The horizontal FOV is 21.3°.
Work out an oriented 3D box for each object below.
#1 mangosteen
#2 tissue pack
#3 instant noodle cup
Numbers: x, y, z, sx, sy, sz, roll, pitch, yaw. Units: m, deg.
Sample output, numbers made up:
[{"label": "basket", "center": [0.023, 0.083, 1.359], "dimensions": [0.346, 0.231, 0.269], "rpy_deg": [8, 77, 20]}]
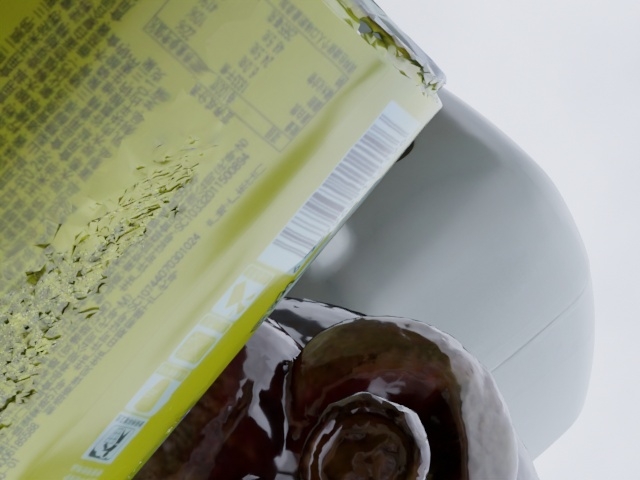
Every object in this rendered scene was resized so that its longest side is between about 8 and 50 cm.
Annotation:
[{"label": "mangosteen", "center": [-0.010, 0.105, 0.546], "dimensions": [0.250, 0.211, 0.211], "rpy_deg": [122, -19, -57]}, {"label": "tissue pack", "center": [0.000, 0.000, 1.048], "dimensions": [0.229, 0.236, 0.333], "rpy_deg": [-34, -137, -20]}, {"label": "instant noodle cup", "center": [-0.074, -0.038, 0.391], "dimensions": [0.153, 0.205, 0.205], "rpy_deg": [-43, -152, 10]}]
